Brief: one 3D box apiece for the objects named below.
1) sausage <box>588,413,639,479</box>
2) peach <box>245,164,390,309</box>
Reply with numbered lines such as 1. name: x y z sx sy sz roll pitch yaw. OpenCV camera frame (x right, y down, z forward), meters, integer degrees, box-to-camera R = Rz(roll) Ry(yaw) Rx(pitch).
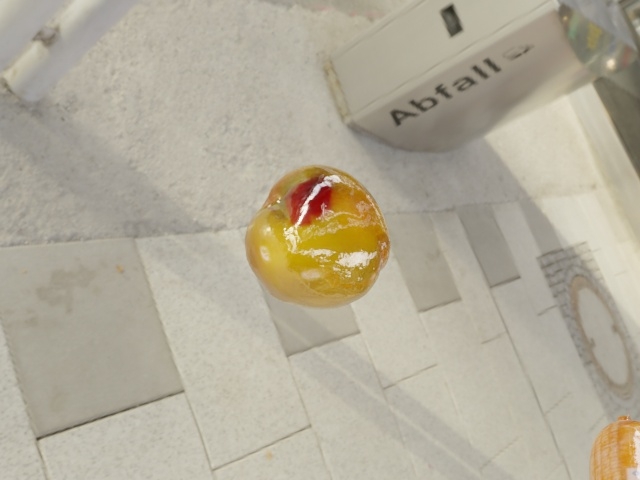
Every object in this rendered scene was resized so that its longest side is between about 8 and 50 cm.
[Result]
1. sausage: 0.152 0.202 0.327 0.053 0.053 0.348 51 32 -14
2. peach: 0.000 0.000 0.683 0.138 0.138 0.138 32 44 -36
